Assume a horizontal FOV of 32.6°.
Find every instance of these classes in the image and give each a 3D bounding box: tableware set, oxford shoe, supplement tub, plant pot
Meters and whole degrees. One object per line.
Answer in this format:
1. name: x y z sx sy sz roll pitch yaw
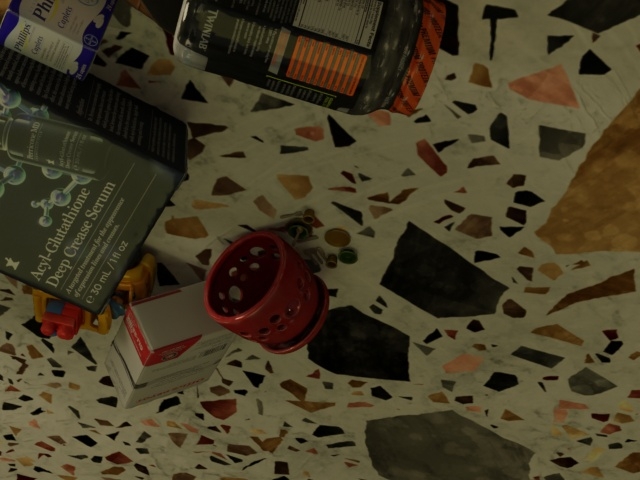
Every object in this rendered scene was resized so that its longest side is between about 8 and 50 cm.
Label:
1. tableware set: 0.000 0.000 1.980 0.104 0.024 0.154 -12 135 24
2. oxford shoe: -0.258 -0.368 1.578 0.212 0.076 0.076 40 162 -34
3. supplement tub: -0.015 -0.295 1.488 0.338 0.207 0.207 16 140 -7
4. plant pot: -0.088 0.102 1.997 0.191 0.191 0.174 -22 137 33

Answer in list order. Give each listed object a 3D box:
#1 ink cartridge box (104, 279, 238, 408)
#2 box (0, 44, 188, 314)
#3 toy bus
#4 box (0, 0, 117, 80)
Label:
1. ink cartridge box: -0.291 0.203 2.132 0.197 0.114 0.273 -16 156 -30
2. box: -0.448 -0.118 1.716 0.396 0.212 0.293 26 112 -18
3. toy bus: -0.436 0.106 2.057 0.220 0.211 0.149 10 139 -2
4. box: -0.383 -0.324 1.596 0.137 0.126 0.072 23 140 -16
